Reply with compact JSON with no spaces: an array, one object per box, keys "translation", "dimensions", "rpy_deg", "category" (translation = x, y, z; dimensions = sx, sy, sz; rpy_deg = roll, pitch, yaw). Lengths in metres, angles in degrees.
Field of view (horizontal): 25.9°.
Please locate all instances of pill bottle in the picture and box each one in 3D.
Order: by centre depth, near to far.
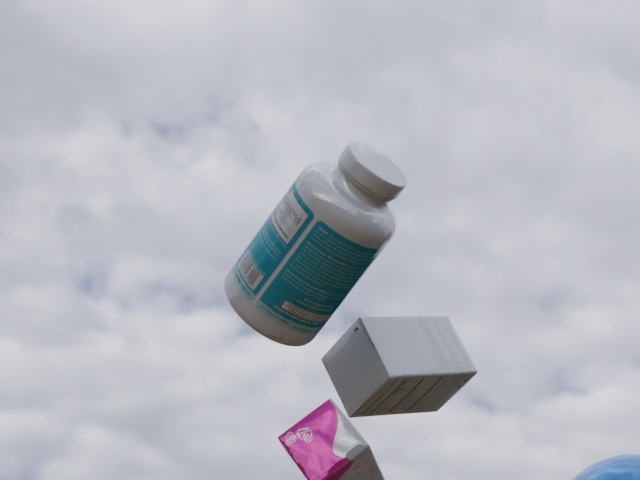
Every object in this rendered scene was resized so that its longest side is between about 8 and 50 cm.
[{"translation":[0.000,0.000,1.802],"dimensions":[0.146,0.146,0.264],"rpy_deg":[25,-65,-29],"category":"pill bottle"}]

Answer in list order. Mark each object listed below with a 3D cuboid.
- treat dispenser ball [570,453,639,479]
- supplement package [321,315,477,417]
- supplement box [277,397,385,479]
[{"translation":[0.509,0.488,2.238],"dimensions":[0.288,0.288,0.288],"rpy_deg":[4,-30,2],"category":"treat dispenser ball"},{"translation":[0.112,0.178,1.973],"dimensions":[0.179,0.105,0.105],"rpy_deg":[3,-40,-41],"category":"supplement package"},{"translation":[0.024,0.365,2.263],"dimensions":[0.111,0.114,0.220],"rpy_deg":[-35,-28,-9],"category":"supplement box"}]
